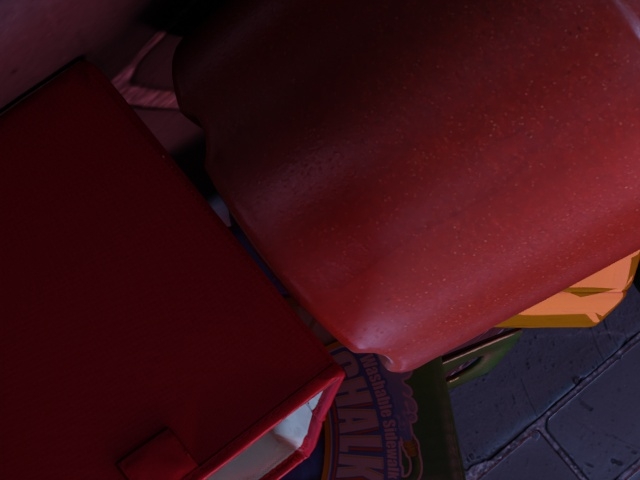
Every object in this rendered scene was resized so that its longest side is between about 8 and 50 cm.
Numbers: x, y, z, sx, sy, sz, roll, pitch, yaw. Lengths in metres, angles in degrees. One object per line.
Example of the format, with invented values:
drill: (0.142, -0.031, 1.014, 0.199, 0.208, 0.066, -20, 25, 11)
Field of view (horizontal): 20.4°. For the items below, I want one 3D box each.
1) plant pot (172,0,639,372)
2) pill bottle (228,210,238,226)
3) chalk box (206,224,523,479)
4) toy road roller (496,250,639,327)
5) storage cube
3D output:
plant pot: (0.091, -0.088, 0.845, 0.265, 0.272, 0.272, -35, 171, 16)
pill bottle: (-0.003, -0.010, 1.205, 0.094, 0.094, 0.169, -40, 169, 0)
chalk box: (-0.022, 0.099, 1.056, 0.289, 0.179, 0.180, -5, 160, -11)
toy road roller: (0.192, -0.078, 1.354, 0.329, 0.240, 0.202, -1, 125, -16)
storage cube: (-0.128, 0.067, 0.851, 0.215, 0.193, 0.184, -36, 168, -15)
